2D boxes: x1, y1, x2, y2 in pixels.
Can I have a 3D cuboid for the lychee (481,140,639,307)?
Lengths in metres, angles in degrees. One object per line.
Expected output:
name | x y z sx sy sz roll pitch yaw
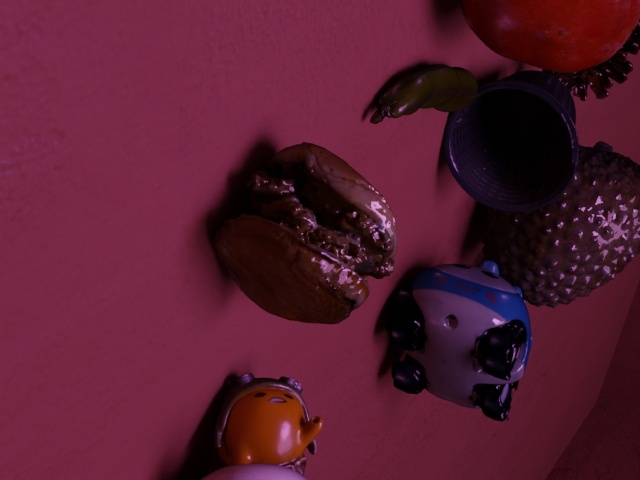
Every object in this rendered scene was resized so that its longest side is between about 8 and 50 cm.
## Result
lychee | 0.371 -0.028 1.726 0.274 0.255 0.255 -67 159 -15

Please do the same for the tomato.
tomato | 0.254 -0.290 1.242 0.232 0.232 0.189 87 -3 -49

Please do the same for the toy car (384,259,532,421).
toy car | 0.205 0.121 1.606 0.255 0.188 0.190 77 35 -52

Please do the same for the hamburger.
hamburger | 0.000 0.000 1.060 0.131 0.159 0.185 -57 137 -26

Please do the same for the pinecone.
pinecone | 0.366 -0.272 1.578 0.163 0.163 0.165 59 43 -64

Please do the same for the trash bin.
trash bin | 0.265 -0.149 1.513 0.161 0.175 0.175 -51 156 -57

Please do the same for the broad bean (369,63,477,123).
broad bean | 0.130 -0.171 1.316 0.254 0.046 0.065 -20 137 -58

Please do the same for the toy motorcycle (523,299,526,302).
toy motorcycle | 0.358 0.020 1.948 0.307 0.108 0.173 -51 159 -26

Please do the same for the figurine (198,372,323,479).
figurine | -0.080 0.231 1.226 0.250 0.166 0.141 125 -34 -56
